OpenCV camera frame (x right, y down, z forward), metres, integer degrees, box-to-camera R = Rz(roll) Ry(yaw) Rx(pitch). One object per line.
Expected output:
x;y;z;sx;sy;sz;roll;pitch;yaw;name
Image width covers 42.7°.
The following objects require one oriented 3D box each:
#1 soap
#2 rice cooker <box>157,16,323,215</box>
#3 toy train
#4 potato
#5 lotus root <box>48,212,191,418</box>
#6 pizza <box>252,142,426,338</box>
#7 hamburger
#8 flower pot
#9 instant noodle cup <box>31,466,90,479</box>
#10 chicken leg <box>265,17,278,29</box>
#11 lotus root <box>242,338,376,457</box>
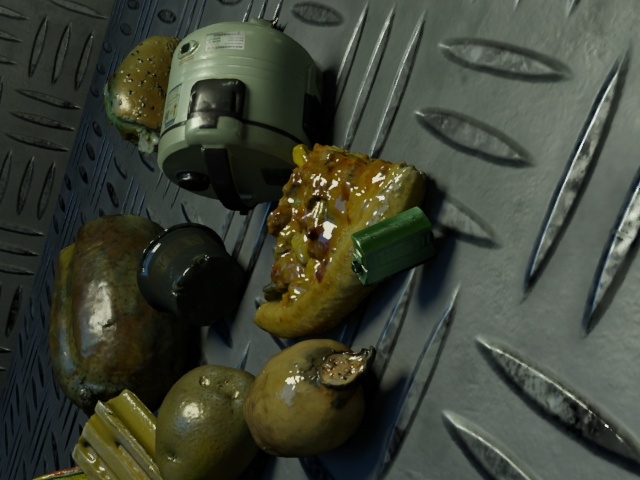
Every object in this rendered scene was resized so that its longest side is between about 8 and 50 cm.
-0.262;0.349;1.222;0.233;0.076;0.135;43;120;24;soap
-0.111;-0.165;1.143;0.226;0.226;0.244;-26;52;57;rice cooker
0.073;0.006;0.827;0.056;0.093;0.038;79;165;-48;toy train
-0.150;0.267;1.106;0.157;0.157;0.193;-117;34;-53;potato
-0.338;0.142;1.410;0.250;0.251;0.346;-50;36;42;lotus root
0.012;0.018;0.967;0.268;0.087;0.257;24;102;61;pizza
-0.373;-0.319;1.772;0.168;0.192;0.287;-21;59;47;hamburger
-0.192;0.060;1.276;0.107;0.158;0.157;29;103;50;flower pot
-0.374;0.508;1.311;0.264;0.264;0.200;-55;43;36;instant noodle cup
-0.141;-0.333;1.450;0.234;0.063;0.105;11;92;61;chicken leg
-0.011;0.171;0.897;0.221;0.118;0.125;-41;60;53;lotus root
